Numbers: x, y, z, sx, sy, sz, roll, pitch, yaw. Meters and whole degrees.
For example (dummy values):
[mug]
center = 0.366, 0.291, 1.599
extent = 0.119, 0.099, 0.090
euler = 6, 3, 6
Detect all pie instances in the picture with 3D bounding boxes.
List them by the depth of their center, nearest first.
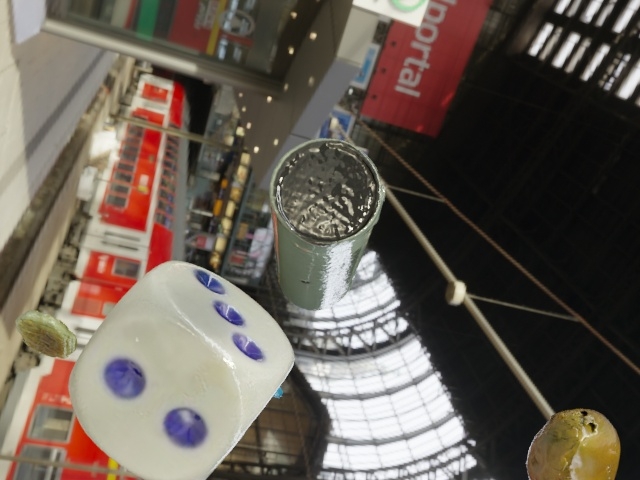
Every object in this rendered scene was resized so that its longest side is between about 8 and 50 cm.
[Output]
[pie]
center = -0.348, 0.120, 0.880
extent = 0.084, 0.084, 0.020
euler = 120, -8, -46

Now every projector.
[projector]
center = 0.000, 0.000, 0.787
extent = 0.337, 0.108, 0.108
euler = 97, 1, -74

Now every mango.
[mango]
center = 0.427, 0.382, 1.174
extent = 0.156, 0.151, 0.249
euler = -78, 163, -45

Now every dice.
[dice]
center = -0.249, 0.239, 1.265
extent = 0.304, 0.304, 0.277
euler = -52, 179, 16

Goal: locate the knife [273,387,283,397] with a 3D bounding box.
[knife]
center = -0.163, 0.217, 1.481
extent = 0.026, 0.044, 0.297
euler = -51, -124, 23
